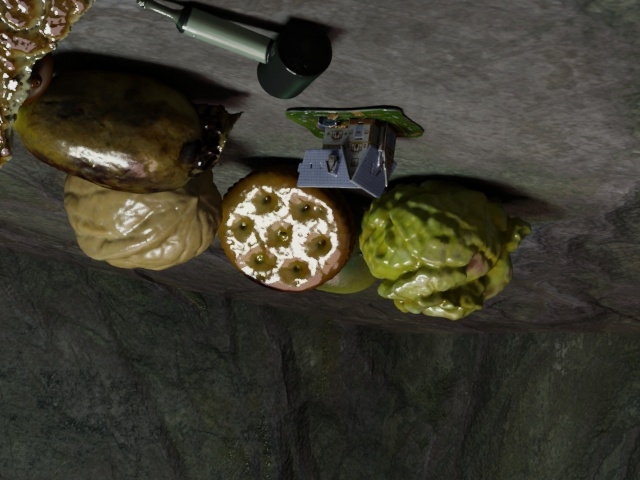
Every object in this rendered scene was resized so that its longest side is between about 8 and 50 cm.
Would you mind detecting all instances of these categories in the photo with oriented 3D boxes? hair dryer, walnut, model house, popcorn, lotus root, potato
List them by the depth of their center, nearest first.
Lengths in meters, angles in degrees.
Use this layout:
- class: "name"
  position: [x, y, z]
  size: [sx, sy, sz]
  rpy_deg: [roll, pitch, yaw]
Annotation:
- class: "hair dryer"
  position: [-0.092, -0.204, 0.975]
  size: [0.197, 0.057, 0.100]
  rpy_deg: [20, 166, -16]
- class: "lotus root"
  position: [-0.257, -0.134, 1.194]
  size: [0.313, 0.142, 0.169]
  rpy_deg: [10, 173, -6]
- class: "model house"
  position: [0.037, -0.110, 1.238]
  size: [0.166, 0.088, 0.117]
  rpy_deg: [3, 169, 26]
- class: "walnut"
  position: [-0.260, -0.062, 1.433]
  size: [0.260, 0.225, 0.225]
  rpy_deg: [0, 167, 44]
- class: "popcorn"
  position: [0.183, 0.015, 1.497]
  size: [0.259, 0.212, 0.259]
  rpy_deg: [16, 172, 2]
- class: "potato"
  position: [0.000, 0.000, 1.647]
  size: [0.248, 0.169, 0.143]
  rpy_deg: [24, -163, -18]

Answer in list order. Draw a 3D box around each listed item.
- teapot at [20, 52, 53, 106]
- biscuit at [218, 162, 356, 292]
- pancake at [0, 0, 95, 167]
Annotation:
- class: "teapot"
  position: [-0.331, -0.182, 1.015]
  size: [0.116, 0.173, 0.116]
  rpy_deg: [28, -171, -5]
- class: "biscuit"
  position: [-0.053, -0.016, 1.517]
  size: [0.220, 0.221, 0.066]
  rpy_deg: [6, -155, 12]
- class: "pancake"
  position: [-0.315, -0.197, 0.925]
  size: [0.244, 0.057, 0.266]
  rpy_deg: [-20, 130, 3]
